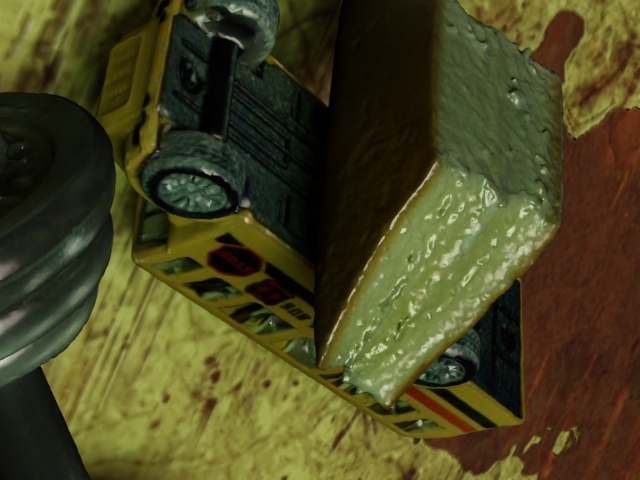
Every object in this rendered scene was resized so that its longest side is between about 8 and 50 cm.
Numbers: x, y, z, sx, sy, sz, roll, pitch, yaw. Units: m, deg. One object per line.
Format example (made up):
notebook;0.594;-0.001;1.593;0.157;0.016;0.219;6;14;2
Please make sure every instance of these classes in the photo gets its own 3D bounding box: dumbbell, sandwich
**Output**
dumbbell;-0.141;0.105;0.626;0.179;0.179;0.406;-31;124;-25
sandwich;0.056;-0.048;0.637;0.094;0.096;0.258;31;51;-36

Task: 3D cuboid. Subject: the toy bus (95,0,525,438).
toy bus;0.000;0.000;0.723;0.335;0.123;0.121;37;47;-40
